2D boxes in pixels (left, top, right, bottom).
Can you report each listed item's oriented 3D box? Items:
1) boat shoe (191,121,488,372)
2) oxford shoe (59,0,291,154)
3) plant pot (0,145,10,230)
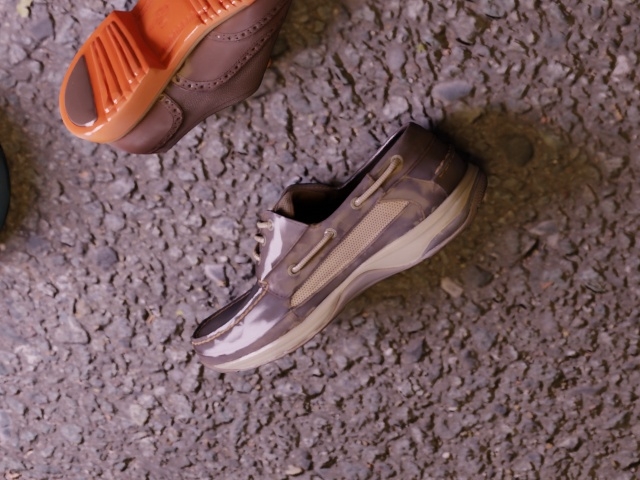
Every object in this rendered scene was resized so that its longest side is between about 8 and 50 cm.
[{"bbox_3d":[0.000,0.000,1.938,0.355,0.132,0.130,-35,102,19],"label":"boat shoe"},{"bbox_3d":[-0.086,-0.219,1.817,0.363,0.130,0.132,-41,142,23],"label":"oxford shoe"},{"bbox_3d":[-0.480,-0.023,1.950,0.290,0.195,0.290,4,124,7],"label":"plant pot"}]
